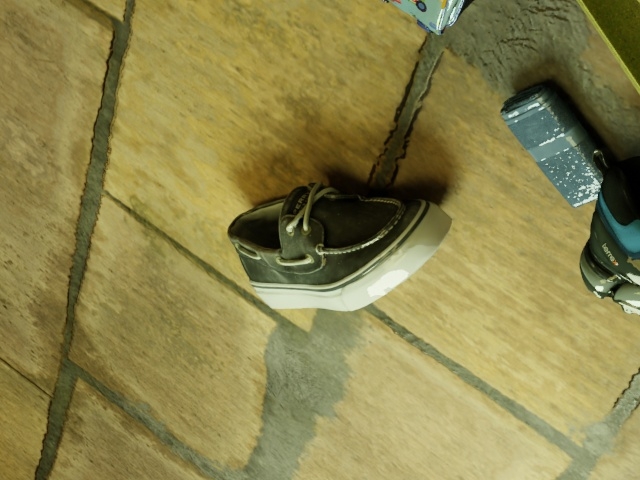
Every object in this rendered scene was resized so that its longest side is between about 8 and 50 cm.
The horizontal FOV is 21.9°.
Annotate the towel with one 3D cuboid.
[{"bbox_3d":[0.220,-0.088,1.505,0.119,0.029,0.067,51,145,-13],"label":"towel"}]

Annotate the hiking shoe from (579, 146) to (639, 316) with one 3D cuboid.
[{"bbox_3d":[0.365,0.020,1.410,0.304,0.113,0.132,16,128,23],"label":"hiking shoe"}]

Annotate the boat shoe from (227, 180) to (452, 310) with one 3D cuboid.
[{"bbox_3d":[0.000,0.000,1.740,0.119,0.121,0.335,48,148,-17],"label":"boat shoe"}]

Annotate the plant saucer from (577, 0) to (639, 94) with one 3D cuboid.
[{"bbox_3d":[0.284,-0.200,1.274,0.188,0.045,0.188,55,149,-4],"label":"plant saucer"}]

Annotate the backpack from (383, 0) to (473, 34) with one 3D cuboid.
[{"bbox_3d":[0.073,-0.277,1.363,0.173,0.117,0.158,38,146,10],"label":"backpack"}]
